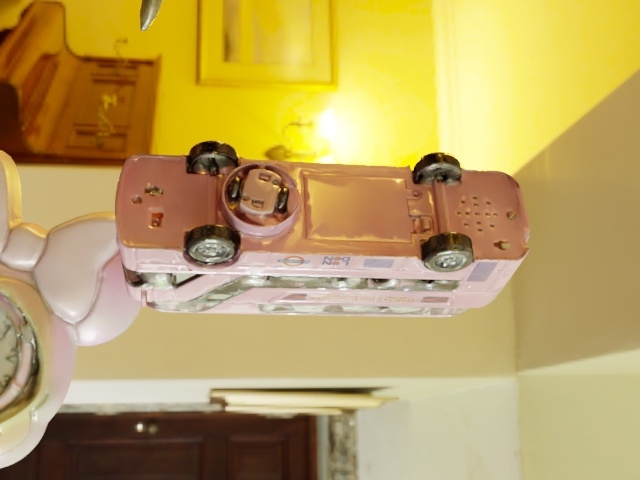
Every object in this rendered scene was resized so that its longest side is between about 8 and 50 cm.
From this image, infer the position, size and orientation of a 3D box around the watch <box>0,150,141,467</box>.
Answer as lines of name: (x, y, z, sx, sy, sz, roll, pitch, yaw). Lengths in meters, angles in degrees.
watch: (-0.275, 0.067, 0.724, 0.248, 0.211, 0.217, -62, -172, -11)

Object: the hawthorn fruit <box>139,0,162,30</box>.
hawthorn fruit: (-0.055, -0.209, 0.329, 0.189, 0.189, 0.251, -135, -140, -78)

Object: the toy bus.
toy bus: (0.000, 0.000, 0.449, 0.090, 0.203, 0.063, 107, -17, -59)
